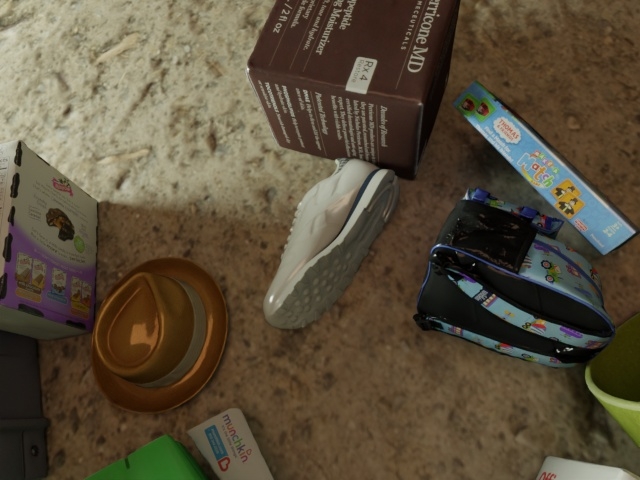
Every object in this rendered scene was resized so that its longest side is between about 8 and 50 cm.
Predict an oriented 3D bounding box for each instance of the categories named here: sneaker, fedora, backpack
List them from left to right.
[{"bbox_3d":[-0.205,0.102,0.559,0.195,0.079,0.194,-3,68,8],"label":"fedora"},{"bbox_3d":[0.000,0.000,0.573,0.095,0.090,0.235,28,72,31],"label":"sneaker"},{"bbox_3d":[0.197,0.046,0.475,0.173,0.158,0.116,23,58,18],"label":"backpack"}]

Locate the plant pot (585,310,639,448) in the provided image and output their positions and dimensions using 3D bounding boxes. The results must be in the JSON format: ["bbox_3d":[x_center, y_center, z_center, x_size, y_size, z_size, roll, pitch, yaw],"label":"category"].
[{"bbox_3d":[0.417,0.180,0.354,0.275,0.275,0.293,-30,82,-3],"label":"plant pot"}]

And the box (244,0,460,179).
[{"bbox_3d":[0.047,-0.205,0.588,0.203,0.167,0.168,16,73,14],"label":"box"}]

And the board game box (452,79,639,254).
[{"bbox_3d":[0.252,-0.077,0.517,0.039,0.160,0.211,-46,66,27],"label":"board game box"}]

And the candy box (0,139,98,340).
[{"bbox_3d":[-0.347,0.008,0.570,0.070,0.165,0.196,-10,68,3],"label":"candy box"}]

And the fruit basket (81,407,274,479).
[{"bbox_3d":[-0.139,0.372,0.385,0.327,0.165,0.353,-26,67,-18],"label":"fruit basket"}]

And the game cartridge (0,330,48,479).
[{"bbox_3d":[-0.409,0.093,0.514,0.068,0.230,0.354,-19,68,1],"label":"game cartridge"}]

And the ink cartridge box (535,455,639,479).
[{"bbox_3d":[0.191,0.316,0.351,0.115,0.198,0.272,28,76,19],"label":"ink cartridge box"}]
